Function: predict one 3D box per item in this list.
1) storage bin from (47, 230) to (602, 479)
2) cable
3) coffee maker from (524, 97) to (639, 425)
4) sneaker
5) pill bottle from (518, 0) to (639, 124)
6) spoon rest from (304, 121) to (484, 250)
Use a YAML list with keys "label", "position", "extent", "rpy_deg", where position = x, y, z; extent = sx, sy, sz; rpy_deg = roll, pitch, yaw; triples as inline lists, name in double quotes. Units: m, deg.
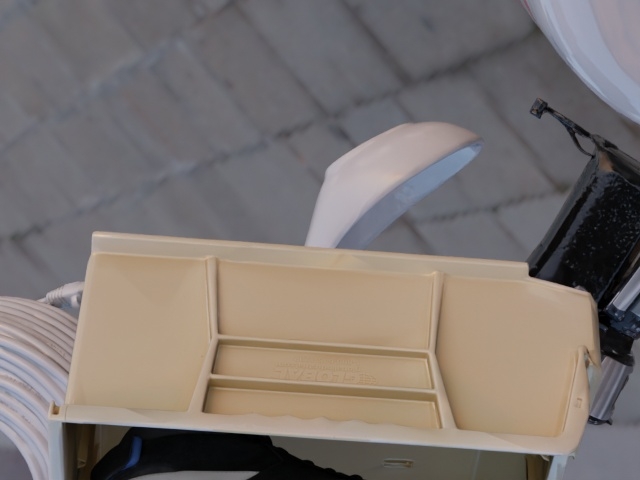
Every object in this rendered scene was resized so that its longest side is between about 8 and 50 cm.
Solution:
- label: "storage bin"
  position: [-0.003, 0.135, 1.034]
  extent: [0.260, 0.123, 0.262]
  rpy_deg: [5, 137, -2]
- label: "cable"
  position: [-0.246, 0.169, 1.490]
  extent: [0.089, 0.257, 0.257]
  rpy_deg: [-41, -59, -70]
- label: "coffee maker"
  position: [0.190, 0.021, 1.466]
  extent: [0.171, 0.178, 0.120]
  rpy_deg: [41, -167, 29]
- label: "sneaker"
  position: [-0.009, 0.126, 1.013]
  extent: [0.121, 0.216, 0.079]
  rpy_deg: [-109, 29, -48]
- label: "pill bottle"
  position: [0.174, -0.226, 1.062]
  extent: [0.229, 0.229, 0.408]
  rpy_deg: [58, -175, -28]
- label: "spoon rest"
  position: [0.000, 0.000, 1.426]
  extent: [0.084, 0.276, 0.137]
  rpy_deg: [62, -165, 6]
